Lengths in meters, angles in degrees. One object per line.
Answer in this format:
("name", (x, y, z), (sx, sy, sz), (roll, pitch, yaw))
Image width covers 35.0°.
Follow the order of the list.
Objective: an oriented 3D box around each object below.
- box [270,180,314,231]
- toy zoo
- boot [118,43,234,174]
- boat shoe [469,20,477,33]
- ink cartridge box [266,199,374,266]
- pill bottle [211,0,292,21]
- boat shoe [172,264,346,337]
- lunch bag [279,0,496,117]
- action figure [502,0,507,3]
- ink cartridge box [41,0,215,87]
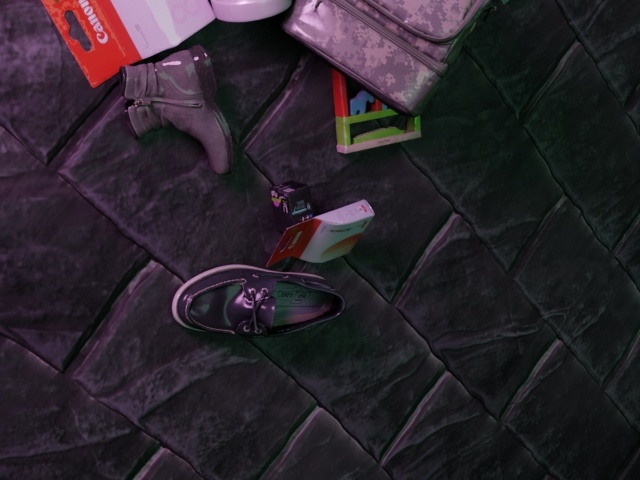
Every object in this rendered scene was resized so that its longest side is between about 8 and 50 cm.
("box", (-0.051, -0.061, 1.875), (0.052, 0.062, 0.083), (-22, 114, -31))
("toy zoo", (0.106, -0.327, 1.941), (0.192, 0.030, 0.293), (-16, 110, -32))
("boot", (-0.244, -0.201, 1.701), (0.161, 0.083, 0.246), (-21, 125, -12))
("boat shoe", (0.268, -0.502, 2.002), (0.072, 0.068, 0.190), (-5, 95, -22))
("ink cartridge box", (0.000, 0.000, 1.885), (0.179, 0.145, 0.045), (-24, 70, -31))
("pill bottle", (-0.131, -0.499, 1.601), (0.162, 0.162, 0.278), (-28, 126, -28))
("boat shoe", (-0.099, 0.120, 1.854), (0.340, 0.113, 0.127), (5, 100, -37))
("lunch bag", (0.111, -0.390, 1.735), (0.305, 0.212, 0.256), (35, 96, 2))
("action figure", (0.428, -0.606, 2.089), (0.232, 0.063, 0.137), (-42, 119, -24))
("ink cartridge box", (-0.303, -0.379, 1.617), (0.232, 0.066, 0.189), (-42, 123, -25))
